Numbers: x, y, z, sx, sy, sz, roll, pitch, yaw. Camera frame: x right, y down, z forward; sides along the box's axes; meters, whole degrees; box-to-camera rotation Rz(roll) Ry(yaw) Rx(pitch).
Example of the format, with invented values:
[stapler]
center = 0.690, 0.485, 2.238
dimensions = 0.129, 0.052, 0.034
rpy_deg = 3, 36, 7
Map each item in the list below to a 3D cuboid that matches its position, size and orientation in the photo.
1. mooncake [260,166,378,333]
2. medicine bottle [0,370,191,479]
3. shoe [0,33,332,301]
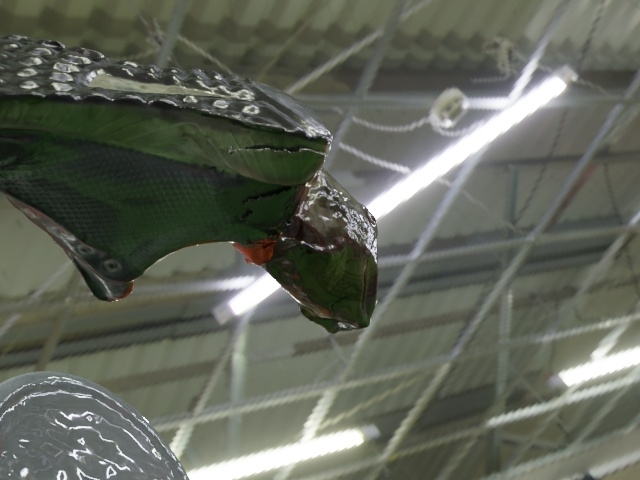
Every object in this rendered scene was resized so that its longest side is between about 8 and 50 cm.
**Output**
[mooncake]
center = 0.000, 0.000, 0.906
dimensions = 0.073, 0.125, 0.130
rpy_deg = -25, -45, 26
[medicine bottle]
center = -0.237, 0.234, 0.644
dimensions = 0.306, 0.245, 0.245
rpy_deg = -33, -28, 21
[shoe]
center = -0.168, -0.041, 0.776
dimensions = 0.337, 0.132, 0.171
rpy_deg = 6, -64, -20
